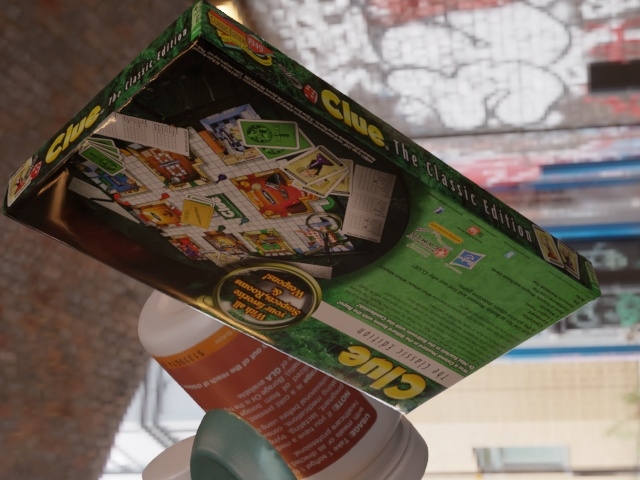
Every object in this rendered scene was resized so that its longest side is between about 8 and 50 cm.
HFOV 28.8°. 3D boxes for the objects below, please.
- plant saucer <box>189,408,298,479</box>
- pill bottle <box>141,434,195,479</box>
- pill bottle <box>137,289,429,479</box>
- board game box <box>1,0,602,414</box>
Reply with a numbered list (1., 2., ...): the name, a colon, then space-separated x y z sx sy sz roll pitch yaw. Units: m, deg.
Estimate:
1. plant saucer: -0.041 0.153 0.712 0.021 0.119 0.119 -28 -55 -30
2. pill bottle: -0.088 0.282 1.173 0.194 0.108 0.108 63 -163 -14
3. pill bottle: -0.020 0.102 0.889 0.216 0.121 0.121 51 -154 -22
4. board game box: 0.000 0.000 0.583 0.259 0.136 0.030 31 -145 -35
